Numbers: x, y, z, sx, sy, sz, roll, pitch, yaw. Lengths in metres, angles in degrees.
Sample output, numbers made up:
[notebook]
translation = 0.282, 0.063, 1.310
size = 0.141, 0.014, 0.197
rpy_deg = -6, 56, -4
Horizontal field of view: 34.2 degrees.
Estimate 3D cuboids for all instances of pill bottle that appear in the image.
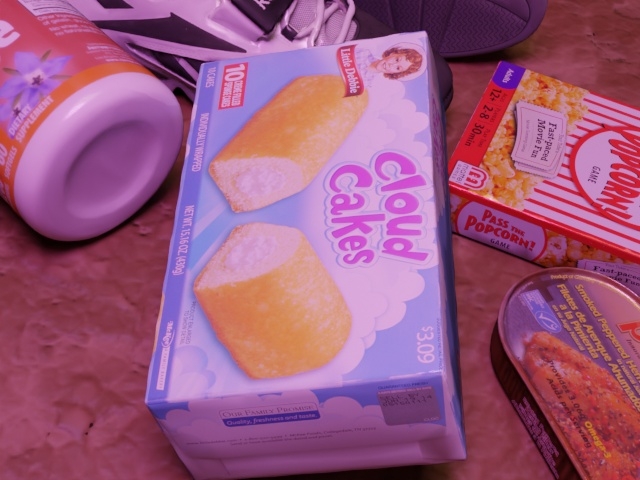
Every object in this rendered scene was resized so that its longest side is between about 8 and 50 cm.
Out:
[pill bottle]
translation = -0.200, -0.107, 0.676
size = 0.121, 0.121, 0.216
rpy_deg = -33, 61, -31

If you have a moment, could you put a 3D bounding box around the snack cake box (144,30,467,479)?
[snack cake box]
translation = 0.000, 0.000, 0.609
size = 0.152, 0.089, 0.264
rpy_deg = -8, 47, 11

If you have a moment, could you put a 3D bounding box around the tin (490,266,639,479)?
[tin]
translation = 0.174, 0.097, 0.614
size = 0.106, 0.040, 0.189
rpy_deg = -15, 53, -16

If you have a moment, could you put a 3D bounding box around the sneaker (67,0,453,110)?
[sneaker]
translation = -0.059, -0.169, 0.738
size = 0.331, 0.146, 0.122
rpy_deg = 17, 50, 4

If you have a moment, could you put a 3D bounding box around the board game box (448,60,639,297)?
[board game box]
translation = 0.191, -0.038, 0.727
size = 0.194, 0.045, 0.146
rpy_deg = 21, 50, 10

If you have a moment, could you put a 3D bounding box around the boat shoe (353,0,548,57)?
[boat shoe]
translation = 0.021, -0.228, 0.823
size = 0.320, 0.118, 0.103
rpy_deg = 10, 53, 9
